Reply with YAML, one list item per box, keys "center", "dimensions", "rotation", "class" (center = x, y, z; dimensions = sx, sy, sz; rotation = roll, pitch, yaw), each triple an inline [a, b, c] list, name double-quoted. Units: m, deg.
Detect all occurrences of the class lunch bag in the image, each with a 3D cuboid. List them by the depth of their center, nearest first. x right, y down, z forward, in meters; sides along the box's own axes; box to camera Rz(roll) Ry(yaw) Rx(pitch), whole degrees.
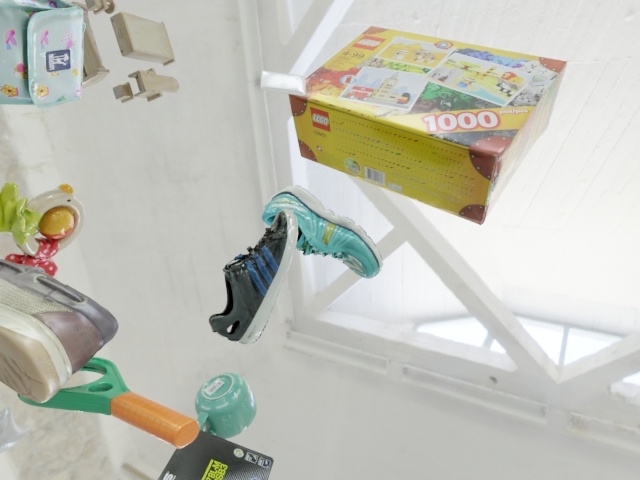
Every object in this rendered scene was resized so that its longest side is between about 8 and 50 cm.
- center: [-0.648, -0.411, 0.934]
  dimensions: [0.160, 0.262, 0.223]
  rotation: [55, -44, 38]
  class: "lunch bag"

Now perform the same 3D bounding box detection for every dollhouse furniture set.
- center: [-0.627, -0.521, 1.301]
  dimensions: [0.355, 0.174, 0.303]
  rotation: [-12, -81, 25]
  class: "dollhouse furniture set"

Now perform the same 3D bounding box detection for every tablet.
- center: [-0.069, -0.294, 0.816]
  dimensions: [0.083, 0.054, 0.006]
  rotation: [4, -31, -10]
  class: "tablet"

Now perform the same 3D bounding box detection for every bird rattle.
- center: [-0.617, -0.016, 0.984]
  dimensions: [0.143, 0.207, 0.254]
  rotation: [26, -41, 21]
  class: "bird rattle"

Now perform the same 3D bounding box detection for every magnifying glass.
- center: [-0.215, 0.157, 0.439]
  dimensions: [0.230, 0.092, 0.026]
  rotation: [5, -85, 30]
  class: "magnifying glass"

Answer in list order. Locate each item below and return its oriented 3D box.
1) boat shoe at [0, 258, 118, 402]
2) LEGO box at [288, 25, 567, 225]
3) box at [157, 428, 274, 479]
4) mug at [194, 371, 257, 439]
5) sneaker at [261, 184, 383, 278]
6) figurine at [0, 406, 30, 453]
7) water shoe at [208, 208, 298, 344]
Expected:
- center: [-0.314, 0.069, 0.447]
  dimensions: [0.285, 0.092, 0.103]
  rotation: [12, -65, 33]
  class: "boat shoe"
- center: [0.239, -0.301, 1.040]
  dimensions: [0.500, 0.372, 0.193]
  rotation: [25, -32, 28]
  class: "LEGO box"
- center: [-0.194, 0.443, 0.788]
  dimensions: [0.184, 0.191, 0.045]
  rotation: [23, -71, 1]
  class: "box"
- center: [-0.218, 0.372, 0.988]
  dimensions: [0.129, 0.158, 0.097]
  rotation: [-13, -63, 1]
  class: "mug"
- center: [0.000, 0.000, 0.905]
  dimensions: [0.275, 0.110, 0.107]
  rotation: [33, -40, 10]
  class: "sneaker"
- center: [-0.628, 0.354, 0.741]
  dimensions: [0.092, 0.209, 0.215]
  rotation: [-7, -53, 22]
  class: "figurine"
- center: [-0.093, 0.041, 0.613]
  dimensions: [0.080, 0.203, 0.073]
  rotation: [22, -13, -19]
  class: "water shoe"
